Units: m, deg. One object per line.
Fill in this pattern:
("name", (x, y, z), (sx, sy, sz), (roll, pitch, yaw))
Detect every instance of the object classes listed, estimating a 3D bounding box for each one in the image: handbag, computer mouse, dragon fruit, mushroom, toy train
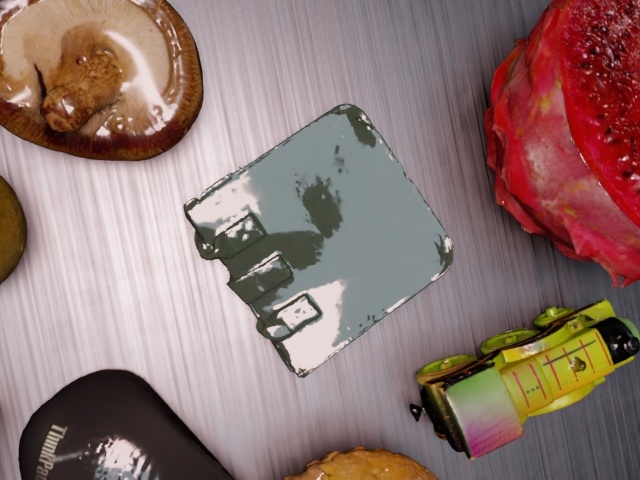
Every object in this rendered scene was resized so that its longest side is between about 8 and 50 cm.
("handbag", (0.000, 0.000, 0.683), (0.260, 0.079, 0.247), (-34, 95, -10))
("computer mouse", (-0.207, 0.274, 0.620), (0.170, 0.100, 0.269), (-43, 97, -8))
("dragon fruit", (0.359, -0.114, 0.685), (0.386, 0.249, 0.371), (27, 67, -14))
("mushroom", (-0.245, -0.185, 0.614), (0.231, 0.138, 0.194), (16, 72, -22))
("toy train", (0.258, 0.162, 0.695), (0.296, 0.160, 0.100), (-22, 87, -12))

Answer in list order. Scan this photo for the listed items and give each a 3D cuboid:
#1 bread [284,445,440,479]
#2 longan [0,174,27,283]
("bread", (0.034, 0.362, 0.646), (0.274, 0.149, 0.274), (-1, 93, -17))
("longan", (-0.372, -0.019, 0.556), (0.154, 0.176, 0.145), (26, 68, -25))
